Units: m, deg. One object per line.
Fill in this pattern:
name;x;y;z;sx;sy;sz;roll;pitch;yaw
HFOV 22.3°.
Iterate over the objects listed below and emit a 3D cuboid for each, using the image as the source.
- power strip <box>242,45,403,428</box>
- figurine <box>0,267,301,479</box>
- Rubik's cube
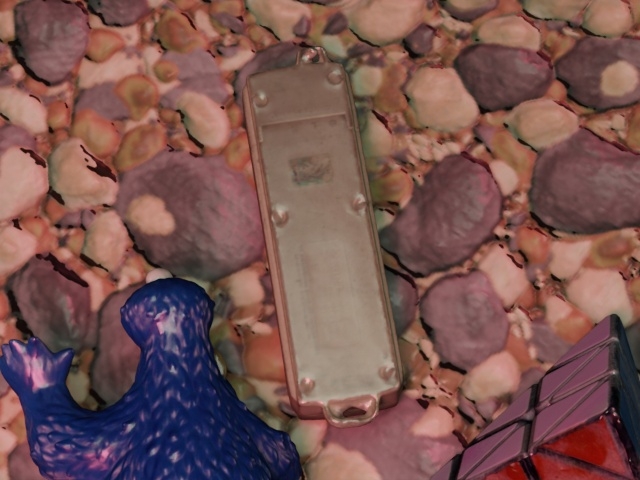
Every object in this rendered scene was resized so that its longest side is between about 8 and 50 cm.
power strip;0.001;0.000;1.101;0.078;0.052;0.272;-9;70;-3
figurine;-0.085;0.140;1.002;0.164;0.121;0.262;-13;78;-26
Rubik's cube;0.180;0.101;1.020;0.211;0.190;0.178;18;53;3
